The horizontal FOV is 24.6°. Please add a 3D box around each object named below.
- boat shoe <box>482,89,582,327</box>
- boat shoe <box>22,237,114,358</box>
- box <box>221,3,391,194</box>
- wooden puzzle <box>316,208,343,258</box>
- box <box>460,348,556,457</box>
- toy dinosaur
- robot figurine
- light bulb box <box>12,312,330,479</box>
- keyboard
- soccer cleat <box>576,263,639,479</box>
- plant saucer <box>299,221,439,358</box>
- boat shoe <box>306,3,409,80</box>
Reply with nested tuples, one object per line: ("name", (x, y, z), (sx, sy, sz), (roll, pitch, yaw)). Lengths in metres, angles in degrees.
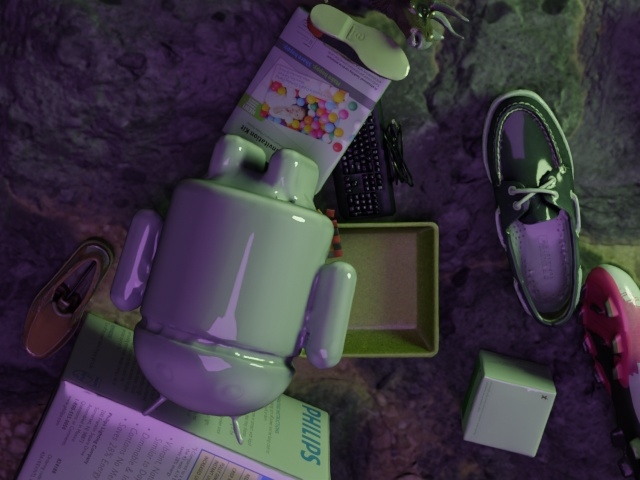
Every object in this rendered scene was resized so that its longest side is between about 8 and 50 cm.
("boat shoe", (0.273, -0.037, 1.830), (0.114, 0.091, 0.302), (-15, 110, 7))
("boat shoe", (-0.336, 0.082, 1.904), (0.068, 0.072, 0.190), (28, 109, -9))
("box", (-0.013, -0.173, 1.801), (0.145, 0.038, 0.186), (35, 110, 2))
("wooden puzzle", (0.000, 0.000, 1.849), (0.049, 0.006, 0.083), (-9, 110, 5))
("box", (0.246, 0.214, 1.929), (0.102, 0.087, 0.101), (14, 111, -4))
("toy dinosaur", (0.056, -0.373, 1.713), (0.160, 0.121, 0.313), (-15, 105, -5))
("robot figurine", (-0.104, 0.057, 1.746), (0.300, 0.200, 0.353), (16, 89, 19))
("light bulb box", (-0.220, 0.345, 1.920), (0.361, 0.225, 0.357), (24, 109, -8))
("keyboard", (0.059, -0.116, 1.836), (0.100, 0.038, 0.192), (-8, 111, 5))
("soccer cleat", (0.433, 0.168, 1.909), (0.143, 0.116, 0.331), (-21, 109, -14))
("plant saucer", (0.058, 0.058, 1.898), (0.189, 0.045, 0.188), (-1, 111, 2))
("boat shoe", (0.043, -0.230, 1.733), (0.137, 0.043, 0.049), (32, 71, 1))
